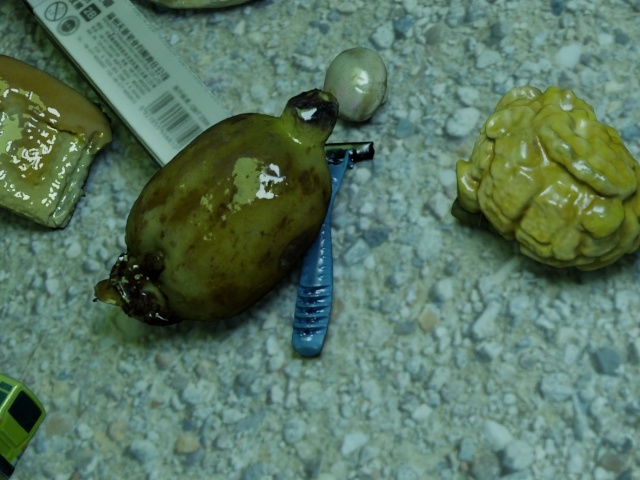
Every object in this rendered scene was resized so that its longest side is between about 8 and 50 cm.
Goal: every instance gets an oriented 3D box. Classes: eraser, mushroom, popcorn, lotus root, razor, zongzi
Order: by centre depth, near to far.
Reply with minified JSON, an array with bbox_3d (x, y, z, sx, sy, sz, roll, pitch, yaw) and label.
[{"bbox_3d":[0.221,-0.064,1.328,0.163,0.140,0.194,-8,59,-24],"label":"popcorn"},{"bbox_3d":[-0.087,-0.026,1.394,0.314,0.141,0.169,-43,65,11],"label":"lotus root"},{"bbox_3d":[0.183,-0.042,1.403,0.083,0.040,0.076,22,61,14],"label":"zongzi"},{"bbox_3d":[0.000,0.000,1.429,0.082,0.042,0.253,0,61,16],"label":"razor"},{"bbox_3d":[0.040,-0.168,1.501,0.083,0.067,0.084,-13,74,54],"label":"mushroom"},{"bbox_3d":[-0.223,-0.200,1.585,0.098,0.096,0.404,-38,56,-6],"label":"eraser"}]

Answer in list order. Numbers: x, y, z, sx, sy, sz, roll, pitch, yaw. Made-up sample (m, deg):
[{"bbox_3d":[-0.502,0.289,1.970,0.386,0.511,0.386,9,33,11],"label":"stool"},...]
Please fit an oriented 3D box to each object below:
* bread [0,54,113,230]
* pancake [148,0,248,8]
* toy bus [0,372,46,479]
[{"bbox_3d":[-0.377,-0.127,1.554,0.251,0.133,0.174,23,86,27],"label":"bread"},{"bbox_3d":[-0.112,-0.417,1.703,0.356,0.065,0.356,-9,56,13],"label":"pancake"},{"bbox_3d":[-0.378,0.164,1.419,0.175,0.088,0.101,21,66,24],"label":"toy bus"}]
